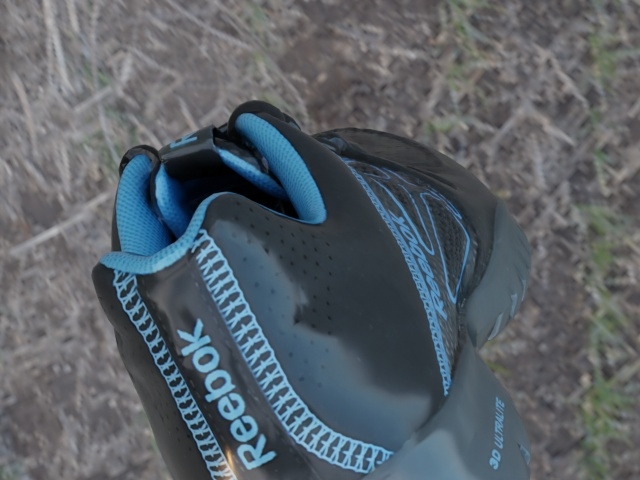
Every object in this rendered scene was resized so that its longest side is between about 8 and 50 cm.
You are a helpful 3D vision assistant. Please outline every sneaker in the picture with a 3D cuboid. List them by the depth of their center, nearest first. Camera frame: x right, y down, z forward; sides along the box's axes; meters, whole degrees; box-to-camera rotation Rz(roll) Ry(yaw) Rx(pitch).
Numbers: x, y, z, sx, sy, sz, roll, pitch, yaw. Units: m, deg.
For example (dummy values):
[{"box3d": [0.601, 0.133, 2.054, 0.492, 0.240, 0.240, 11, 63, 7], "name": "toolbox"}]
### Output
[{"box3d": [0.000, 0.000, 0.603, 0.125, 0.341, 0.140, -31, 105, 8], "name": "sneaker"}]
